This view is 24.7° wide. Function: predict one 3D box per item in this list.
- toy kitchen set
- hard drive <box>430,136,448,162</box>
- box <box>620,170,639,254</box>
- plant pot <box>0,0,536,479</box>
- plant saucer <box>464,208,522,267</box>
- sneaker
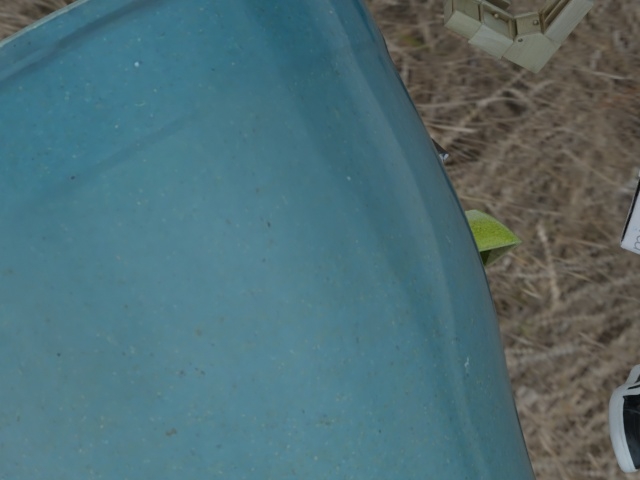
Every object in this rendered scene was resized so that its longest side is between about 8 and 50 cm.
[{"bbox_3d":[0.145,-0.185,1.089,0.083,0.068,0.075,24,129,-18],"label":"toy kitchen set"},{"bbox_3d":[0.000,0.000,1.871,0.064,0.237,0.339,46,113,27],"label":"hard drive"},{"bbox_3d":[0.486,-0.131,1.836,0.127,0.231,0.262,20,125,12],"label":"box"},{"bbox_3d":[-0.045,0.058,0.579,0.271,0.271,0.255,-30,89,-2],"label":"plant pot"},{"bbox_3d":[0.089,0.013,1.451,0.188,0.188,0.045,-11,83,-5],"label":"plant saucer"},{"bbox_3d":[0.399,0.184,1.639,0.121,0.217,0.079,-14,104,25],"label":"sneaker"}]
